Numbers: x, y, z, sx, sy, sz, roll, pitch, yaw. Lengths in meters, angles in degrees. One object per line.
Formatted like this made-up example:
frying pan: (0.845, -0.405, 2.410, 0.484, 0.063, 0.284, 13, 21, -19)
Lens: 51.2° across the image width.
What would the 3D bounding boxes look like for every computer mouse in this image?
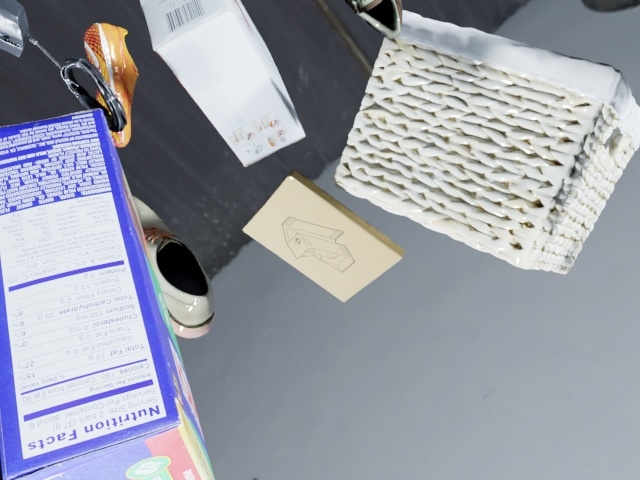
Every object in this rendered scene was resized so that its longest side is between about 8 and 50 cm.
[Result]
computer mouse: (-0.293, -0.188, 0.669, 0.041, 0.242, 0.071, -48, -4, -40)

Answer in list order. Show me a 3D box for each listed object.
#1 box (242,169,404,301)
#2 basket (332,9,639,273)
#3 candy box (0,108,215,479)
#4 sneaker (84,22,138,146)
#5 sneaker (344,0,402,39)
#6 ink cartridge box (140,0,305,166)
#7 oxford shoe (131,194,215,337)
box: (0.000, 0.000, 0.999, 0.164, 0.201, 0.021, -43, 15, 47)
basket: (0.253, -0.129, 0.980, 0.331, 0.328, 0.266, 25, 98, 30)
candy box: (-0.193, 0.090, 0.594, 0.122, 0.268, 0.317, -15, 56, -13)
sneaker: (-0.286, -0.222, 0.956, 0.064, 0.067, 0.175, 2, 99, 42)
sneaker: (0.043, -0.294, 0.734, 0.066, 0.188, 0.071, -30, 59, 24)
ink cartridge box: (-0.171, -0.329, 1.136, 0.130, 0.309, 0.271, -26, 55, 7)
oxford shoe: (-0.339, 0.016, 1.427, 0.141, 0.146, 0.397, -26, 63, -36)
